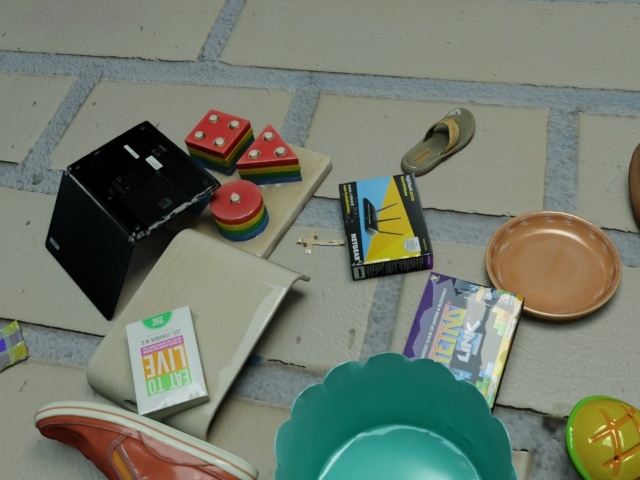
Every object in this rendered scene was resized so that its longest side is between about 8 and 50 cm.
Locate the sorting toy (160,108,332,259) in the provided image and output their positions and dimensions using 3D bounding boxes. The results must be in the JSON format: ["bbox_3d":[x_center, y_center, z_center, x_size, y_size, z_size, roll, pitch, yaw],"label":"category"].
[{"bbox_3d":[-0.153,-0.112,1.261,0.256,0.089,0.257,21,59,23],"label":"sorting toy"}]

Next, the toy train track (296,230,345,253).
[{"bbox_3d":[0.000,0.000,1.199,0.083,0.014,0.048,3,54,10],"label":"toy train track"}]

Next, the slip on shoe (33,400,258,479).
[{"bbox_3d":[-0.249,0.297,0.954,0.331,0.123,0.101,16,61,15],"label":"slip on shoe"}]

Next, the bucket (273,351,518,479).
[{"bbox_3d":[0.092,0.293,0.855,0.281,0.183,0.281,-4,53,5],"label":"bucket"}]

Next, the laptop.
[{"bbox_3d":[-0.328,-0.043,1.214,0.264,0.136,0.234,-37,57,-21],"label":"laptop"}]

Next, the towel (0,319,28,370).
[{"bbox_3d":[-0.509,0.173,1.152,0.060,0.009,0.083,-26,54,-10],"label":"towel"}]

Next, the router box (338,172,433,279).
[{"bbox_3d":[0.106,-0.026,1.181,0.133,0.046,0.178,-9,52,2],"label":"router box"}]

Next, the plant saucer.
[{"bbox_3d":[0.355,0.040,1.096,0.200,0.037,0.200,-5,52,6],"label":"plant saucer"}]

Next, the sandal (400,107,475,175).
[{"bbox_3d":[0.215,-0.185,1.283,0.180,0.049,0.072,-40,57,-20],"label":"sandal"}]

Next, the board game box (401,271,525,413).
[{"bbox_3d":[0.200,0.143,1.015,0.141,0.048,0.170,15,69,19],"label":"board game box"}]

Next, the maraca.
[{"bbox_3d":[0.386,0.270,0.883,0.186,0.099,0.127,32,63,-1],"label":"maraca"}]

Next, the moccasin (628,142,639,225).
[{"bbox_3d":[0.552,-0.017,1.038,0.139,0.147,0.380,-3,53,7],"label":"moccasin"}]

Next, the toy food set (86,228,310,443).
[{"bbox_3d":[-0.183,0.139,1.088,0.220,0.092,0.306,21,67,23],"label":"toy food set"}]

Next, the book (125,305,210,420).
[{"bbox_3d":[-0.216,0.172,1.006,0.096,0.035,0.144,-19,57,-2],"label":"book"}]
